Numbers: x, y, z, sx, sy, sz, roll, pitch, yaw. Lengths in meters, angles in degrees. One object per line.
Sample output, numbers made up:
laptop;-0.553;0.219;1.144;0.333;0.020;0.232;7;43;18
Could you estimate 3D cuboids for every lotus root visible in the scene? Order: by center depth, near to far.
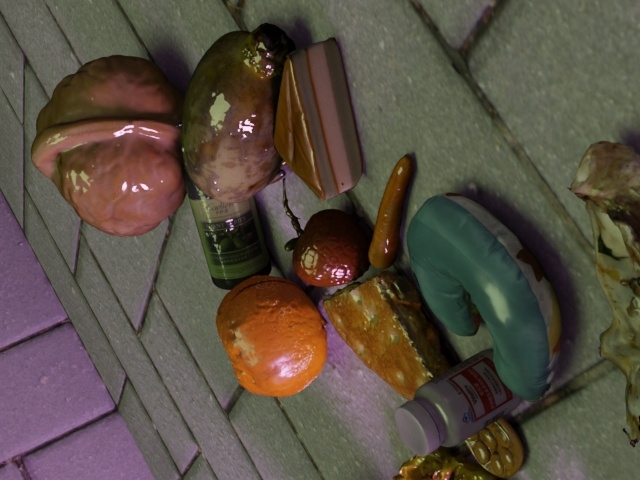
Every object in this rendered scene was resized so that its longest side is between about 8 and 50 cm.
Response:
lotus root;-0.109;-0.175;1.349;0.173;0.173;0.309;53;150;23

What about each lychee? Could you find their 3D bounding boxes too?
lychee;0.006;0.002;1.337;0.140;0.101;0.114;34;106;38

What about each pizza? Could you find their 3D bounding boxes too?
pizza;0.095;0.112;1.312;0.292;0.058;0.197;33;142;46

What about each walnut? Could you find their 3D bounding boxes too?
walnut;-0.332;-0.158;1.657;0.285;0.285;0.296;155;111;-65

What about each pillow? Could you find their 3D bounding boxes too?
pillow;0.172;0.058;1.092;0.233;0.086;0.214;43;152;42

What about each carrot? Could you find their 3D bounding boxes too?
carrot;0.086;-0.035;1.226;0.037;0.037;0.190;48;148;32

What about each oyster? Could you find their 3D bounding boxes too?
oyster;0.286;0.060;0.893;0.166;0.094;0.294;-115;8;-47

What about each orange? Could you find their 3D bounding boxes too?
orange;-0.071;0.146;1.546;0.193;0.161;0.193;58;166;23

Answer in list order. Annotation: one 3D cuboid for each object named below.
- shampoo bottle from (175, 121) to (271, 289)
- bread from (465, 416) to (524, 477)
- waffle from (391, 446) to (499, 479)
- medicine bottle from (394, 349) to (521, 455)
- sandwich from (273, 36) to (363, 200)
shampoo bottle;-0.155;-0.064;1.583;0.101;0.101;0.284;24;133;54
bread;0.212;0.244;1.245;0.110;0.024;0.110;41;145;38
waffle;0.205;0.418;1.362;0.325;0.068;0.302;-2;112;58
medicine bottle;0.158;0.190;1.164;0.079;0.140;0.079;44;147;38
sandwich;0.009;-0.147;1.226;0.113;0.079;0.163;50;149;25
